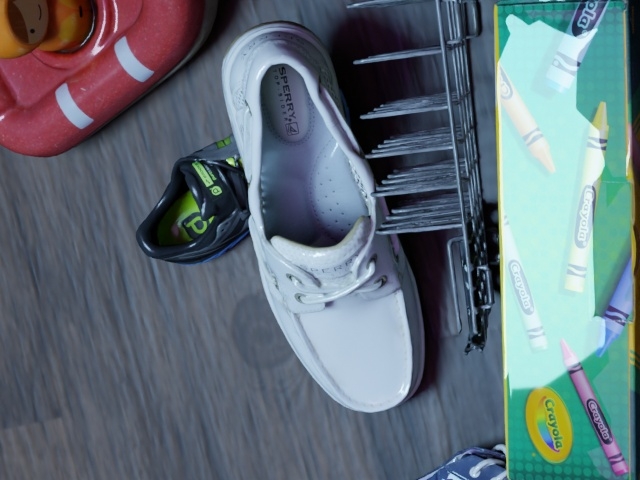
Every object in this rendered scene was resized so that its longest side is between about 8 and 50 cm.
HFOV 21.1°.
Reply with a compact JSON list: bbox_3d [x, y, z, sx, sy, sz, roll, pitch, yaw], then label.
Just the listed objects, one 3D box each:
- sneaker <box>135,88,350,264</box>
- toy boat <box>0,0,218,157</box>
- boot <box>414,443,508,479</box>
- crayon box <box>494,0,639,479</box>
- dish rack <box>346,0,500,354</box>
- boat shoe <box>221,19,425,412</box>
[{"bbox_3d":[-0.053,-0.043,1.172,0.188,0.078,0.067,-40,78,23],"label":"sneaker"},{"bbox_3d":[-0.186,-0.157,1.181,0.231,0.151,0.151,-35,82,26],"label":"toy boat"},{"bbox_3d":[0.131,0.167,1.116,0.190,0.069,0.086,-31,86,29],"label":"boot"},{"bbox_3d":[0.170,-0.006,1.018,0.081,0.165,0.278,1,99,26],"label":"crayon box"},{"bbox_3d":[0.064,-0.069,1.047,0.074,0.208,0.271,-6,97,10],"label":"dish rack"},{"bbox_3d":[0.000,0.000,1.107,0.098,0.096,0.277,-20,108,3],"label":"boat shoe"}]
